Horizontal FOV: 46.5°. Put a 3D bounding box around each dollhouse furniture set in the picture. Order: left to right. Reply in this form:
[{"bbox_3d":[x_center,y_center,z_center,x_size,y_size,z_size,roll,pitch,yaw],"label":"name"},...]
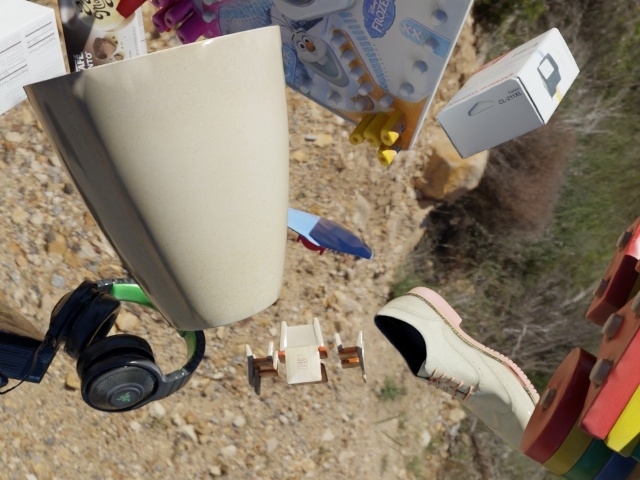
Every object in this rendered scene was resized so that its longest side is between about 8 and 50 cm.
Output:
[{"bbox_3d":[-0.031,0.276,1.620,0.261,0.259,0.135,-7,64,2],"label":"dollhouse furniture set"}]

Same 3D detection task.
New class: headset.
[{"bbox_3d":[-0.382,0.197,1.255,0.394,0.243,0.185,-11,141,-50],"label":"headset"}]

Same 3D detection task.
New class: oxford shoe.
[{"bbox_3d":[0.254,0.257,1.395,0.146,0.397,0.141,-17,139,-40],"label":"oxford shoe"}]

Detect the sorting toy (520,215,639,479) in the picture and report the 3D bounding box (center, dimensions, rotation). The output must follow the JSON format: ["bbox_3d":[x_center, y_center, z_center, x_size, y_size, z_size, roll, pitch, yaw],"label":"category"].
[{"bbox_3d":[0.229,0.062,0.490,0.089,0.257,0.255,29,69,12],"label":"sorting toy"}]

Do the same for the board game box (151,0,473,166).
[{"bbox_3d":[-0.034,-0.290,0.812,0.390,0.390,0.050,32,63,9],"label":"board game box"}]

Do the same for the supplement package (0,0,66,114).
[{"bbox_3d":[-0.659,-0.347,1.409,0.262,0.204,0.145,-52,155,-43],"label":"supplement package"}]

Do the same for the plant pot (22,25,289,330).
[{"bbox_3d":[-0.136,-0.056,0.773,0.256,0.256,0.274,-21,107,-29],"label":"plant pot"}]

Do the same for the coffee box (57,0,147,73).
[{"bbox_3d":[-0.487,-0.472,1.681,0.168,0.119,0.297,-6,108,-5],"label":"coffee box"}]

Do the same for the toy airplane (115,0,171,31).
[{"bbox_3d":[-0.301,-0.429,1.322,0.151,0.151,0.028,39,38,-30],"label":"toy airplane"}]

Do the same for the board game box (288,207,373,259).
[{"bbox_3d":[0.000,0.000,1.147,0.168,0.133,0.033,15,110,-36],"label":"board game box"}]

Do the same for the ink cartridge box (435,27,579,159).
[{"bbox_3d":[0.246,-0.192,0.975,0.072,0.127,0.175,56,44,-14],"label":"ink cartridge box"}]

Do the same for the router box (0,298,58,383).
[{"bbox_3d":[-0.629,0.127,1.237,0.081,0.243,0.309,-61,146,-3],"label":"router box"}]
